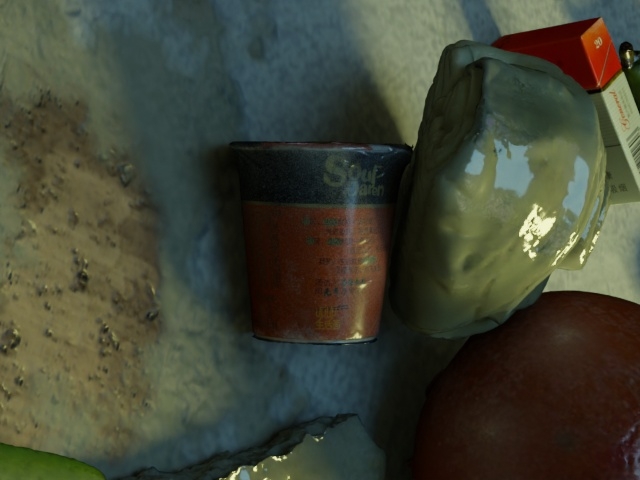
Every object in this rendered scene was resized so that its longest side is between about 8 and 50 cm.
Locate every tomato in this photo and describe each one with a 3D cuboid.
[{"bbox_3d":[0.201,0.169,1.364,0.265,0.265,0.264,8,79,-47],"label":"tomato"}]

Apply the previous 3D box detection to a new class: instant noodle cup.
[{"bbox_3d":[-0.002,0.000,1.267,0.127,0.127,0.135,-3,96,-48],"label":"instant noodle cup"}]

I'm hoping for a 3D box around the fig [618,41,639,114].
[{"bbox_3d":[0.314,-0.121,1.645,0.177,0.117,0.117,32,61,-23],"label":"fig"}]

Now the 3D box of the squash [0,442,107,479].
[{"bbox_3d":[-0.215,0.207,0.992,0.289,0.111,0.203,15,40,-50],"label":"squash"}]

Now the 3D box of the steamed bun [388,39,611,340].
[{"bbox_3d":[0.133,-0.035,1.314,0.211,0.144,0.218,-79,-179,-50],"label":"steamed bun"}]

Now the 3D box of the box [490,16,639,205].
[{"bbox_3d":[0.206,-0.100,1.515,0.048,0.100,0.152,-48,120,-43],"label":"box"}]

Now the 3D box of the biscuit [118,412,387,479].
[{"bbox_3d":[-0.041,0.203,1.247,0.290,0.038,0.141,-11,94,-48],"label":"biscuit"}]
